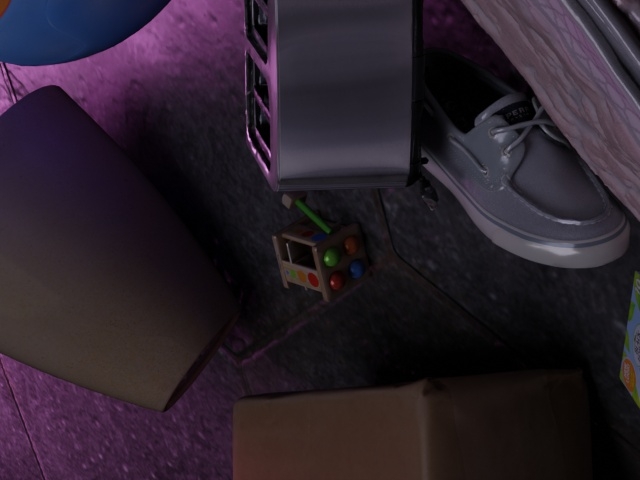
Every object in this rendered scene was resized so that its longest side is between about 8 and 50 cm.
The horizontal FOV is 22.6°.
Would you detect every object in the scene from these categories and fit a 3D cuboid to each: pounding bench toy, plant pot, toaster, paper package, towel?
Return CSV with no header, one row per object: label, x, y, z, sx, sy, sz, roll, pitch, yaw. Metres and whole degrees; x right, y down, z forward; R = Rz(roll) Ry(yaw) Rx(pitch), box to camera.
pounding bench toy,0.000,0.000,1.357,0.065,0.052,0.083,16,128,47
plant pot,-0.221,0.034,1.543,0.274,0.256,0.256,36,144,4
toaster,0.009,-0.127,1.110,0.186,0.110,0.168,-120,27,-65
paper package,0.068,0.272,1.272,0.309,0.168,0.325,-13,78,57
towel,0.169,-0.085,0.903,0.332,0.053,0.317,52,-177,6

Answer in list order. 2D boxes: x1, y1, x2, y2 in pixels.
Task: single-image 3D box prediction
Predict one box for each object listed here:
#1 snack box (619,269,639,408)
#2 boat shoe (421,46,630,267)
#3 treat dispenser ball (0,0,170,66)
snack box,0.247,0.097,1.061,0.141,0.037,0.100,-115,20,-49
boat shoe,0.124,-0.063,1.087,0.227,0.079,0.081,44,151,46
treat dispenser ball,-0.225,-0.277,1.222,0.288,0.288,0.288,34,139,35
